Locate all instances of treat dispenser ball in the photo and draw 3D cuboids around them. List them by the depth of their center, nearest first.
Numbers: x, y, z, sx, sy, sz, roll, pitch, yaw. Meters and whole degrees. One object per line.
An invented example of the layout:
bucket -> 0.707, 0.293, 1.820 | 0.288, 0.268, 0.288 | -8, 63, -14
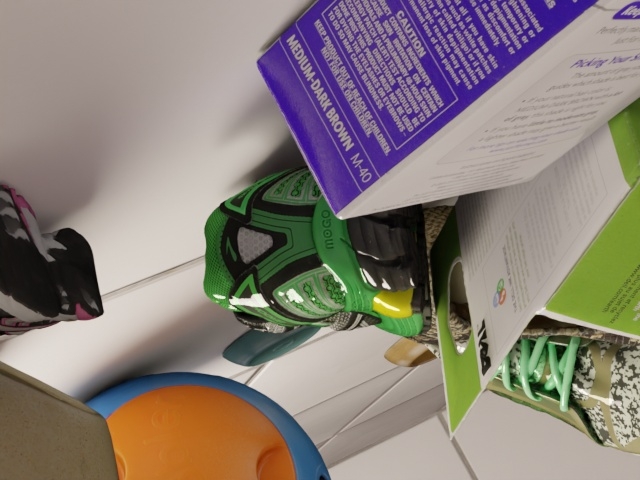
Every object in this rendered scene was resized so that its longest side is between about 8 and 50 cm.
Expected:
treat dispenser ball -> -0.126, 0.262, 1.297 | 0.288, 0.288, 0.288 | -27, 167, -7

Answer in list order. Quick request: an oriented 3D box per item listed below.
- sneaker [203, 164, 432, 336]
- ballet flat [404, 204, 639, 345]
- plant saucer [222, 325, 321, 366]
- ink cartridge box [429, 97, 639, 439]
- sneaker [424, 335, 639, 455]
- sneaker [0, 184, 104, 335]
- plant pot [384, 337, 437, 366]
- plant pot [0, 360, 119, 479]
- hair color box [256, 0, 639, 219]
sneaker -> 0.000, 0.000, 0.990 | 0.146, 0.134, 0.343 | -5, 173, 6
ballet flat -> 0.286, 0.027, 1.300 | 0.483, 0.164, 0.182 | -5, -172, -20
plant saucer -> -0.041, 0.098, 1.449 | 0.119, 0.021, 0.119 | -28, 167, -7
ink cartridge box -> 0.168, -0.008, 0.940 | 0.097, 0.189, 0.255 | 14, 131, -16
sneaker -> 0.213, 0.124, 1.489 | 0.182, 0.158, 0.410 | -1, -168, -34
sneaker -> -0.178, 0.025, 0.770 | 0.077, 0.072, 0.178 | -19, 163, 6
plant pot -> 0.200, 0.122, 2.040 | 0.236, 0.032, 0.236 | -27, 168, -6
plant pot -> -0.226, 0.162, 0.844 | 0.191, 0.284, 0.284 | -63, 170, -7
hair color box -> 0.145, -0.146, 0.701 | 0.185, 0.110, 0.339 | -13, 161, -48
